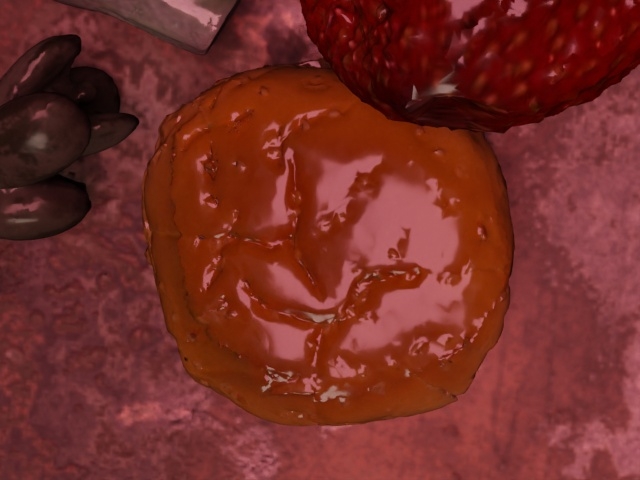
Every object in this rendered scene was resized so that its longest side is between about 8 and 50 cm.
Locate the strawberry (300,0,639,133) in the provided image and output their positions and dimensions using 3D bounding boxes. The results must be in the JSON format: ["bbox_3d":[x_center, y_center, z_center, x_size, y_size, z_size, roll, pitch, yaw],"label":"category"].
[{"bbox_3d":[0.115,-0.183,0.839,0.238,0.250,0.288,22,60,-4],"label":"strawberry"}]

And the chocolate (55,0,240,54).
[{"bbox_3d":[-0.184,-0.209,0.956,0.291,0.110,0.110,31,101,-2],"label":"chocolate"}]

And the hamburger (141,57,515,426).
[{"bbox_3d":[0.000,0.000,0.936,0.244,0.163,0.244,1,101,7],"label":"hamburger"}]

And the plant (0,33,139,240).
[{"bbox_3d":[-0.248,-0.032,0.972,0.274,0.146,0.149,-31,114,8],"label":"plant"}]
